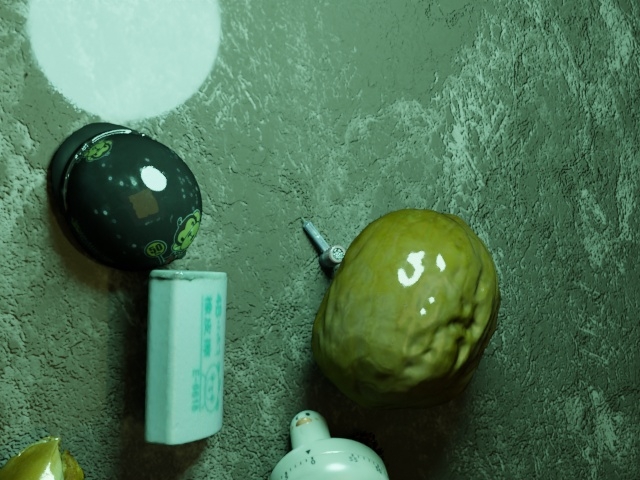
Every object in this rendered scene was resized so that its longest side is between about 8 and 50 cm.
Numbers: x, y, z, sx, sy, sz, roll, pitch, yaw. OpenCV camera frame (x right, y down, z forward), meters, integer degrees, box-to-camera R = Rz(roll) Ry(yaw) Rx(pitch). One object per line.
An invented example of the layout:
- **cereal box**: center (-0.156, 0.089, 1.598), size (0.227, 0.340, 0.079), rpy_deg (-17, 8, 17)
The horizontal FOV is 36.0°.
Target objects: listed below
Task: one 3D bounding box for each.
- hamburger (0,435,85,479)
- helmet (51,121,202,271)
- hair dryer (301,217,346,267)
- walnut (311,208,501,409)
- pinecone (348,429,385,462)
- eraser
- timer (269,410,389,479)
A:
- **hamburger**: center (-0.478, 0.454, 1.583), size (0.144, 0.156, 0.283), rpy_deg (32, 78, -24)
- **helmet**: center (-0.312, -0.075, 1.664), size (0.230, 0.160, 0.279), rpy_deg (-45, 111, -18)
- **hair dryer**: center (0.000, 0.000, 1.892), size (0.037, 0.063, 0.114), rpy_deg (-39, 93, -21)
- **walnut**: center (0.164, 0.129, 1.833), size (0.398, 0.307, 0.354), rpy_deg (-61, 158, -12)
- **pinecone**: center (0.085, 0.415, 1.930), size (0.077, 0.077, 0.083), rpy_deg (-22, 85, -26)
- **eraser**: center (-0.233, 0.194, 1.708), size (0.189, 0.104, 0.290), rpy_deg (-1, 92, -73)
- **timer**: center (0.014, 0.460, 1.841), size (0.233, 0.240, 0.234), rpy_deg (-5, 124, -7)
